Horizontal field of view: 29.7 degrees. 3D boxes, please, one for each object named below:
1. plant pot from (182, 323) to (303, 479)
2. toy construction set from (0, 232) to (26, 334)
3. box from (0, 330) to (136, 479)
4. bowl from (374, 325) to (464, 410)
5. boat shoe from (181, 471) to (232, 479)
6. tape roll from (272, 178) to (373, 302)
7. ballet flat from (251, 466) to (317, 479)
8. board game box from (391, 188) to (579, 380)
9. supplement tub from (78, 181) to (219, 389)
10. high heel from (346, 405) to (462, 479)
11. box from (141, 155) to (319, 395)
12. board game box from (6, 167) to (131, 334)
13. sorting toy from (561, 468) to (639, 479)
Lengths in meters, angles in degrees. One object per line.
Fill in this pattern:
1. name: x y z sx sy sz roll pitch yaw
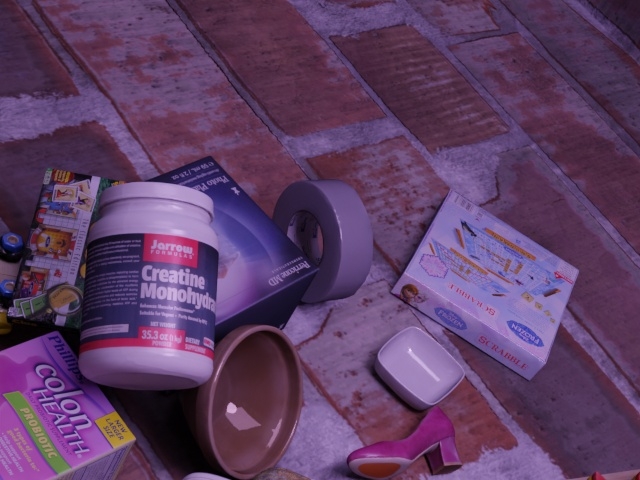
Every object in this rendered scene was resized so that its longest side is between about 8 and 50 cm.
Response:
1. plant pot: -0.137 0.244 1.868 0.110 0.237 0.237 4 27 34
2. toy construction set: -0.561 0.049 1.832 0.215 0.151 0.327 11 55 -21
3. box: -0.427 0.274 1.696 0.243 0.117 0.213 -20 61 -43
4. bowl: 0.169 0.234 2.144 0.142 0.053 0.142 43 42 13
5. boat shoe: -0.091 0.460 1.716 0.320 0.118 0.103 44 37 4
6. tape roll: 0.000 0.000 2.150 0.072 0.219 0.219 -6 53 -36
7. ballet flat: 0.048 0.438 1.828 0.349 0.123 0.123 25 41 -7
8. board game box: 0.333 0.080 2.387 0.319 0.066 0.318 33 40 2
9. supplement tub: -0.244 0.070 1.736 0.191 0.191 0.272 9 72 -24
10. high heel: 0.131 0.327 1.998 0.244 0.082 0.117 3 54 -34
11. box: -0.216 0.048 2.003 0.294 0.182 0.296 46 44 16
12. board game box: -0.379 0.015 1.834 0.136 0.030 0.259 10 62 -5
13. sorting toy: 0.545 0.503 2.073 0.257 0.089 0.255 -1 50 -31
